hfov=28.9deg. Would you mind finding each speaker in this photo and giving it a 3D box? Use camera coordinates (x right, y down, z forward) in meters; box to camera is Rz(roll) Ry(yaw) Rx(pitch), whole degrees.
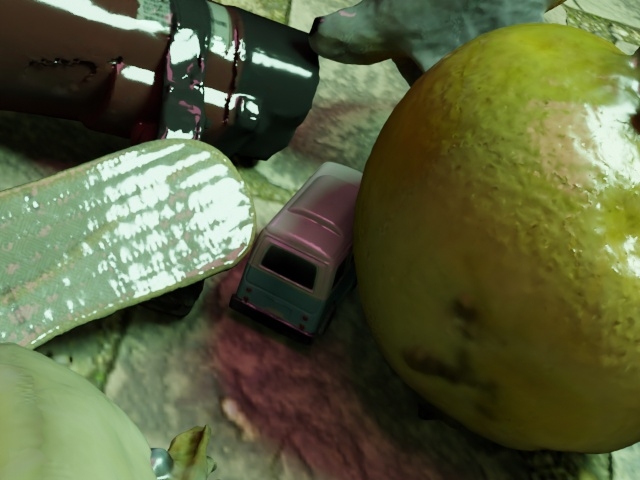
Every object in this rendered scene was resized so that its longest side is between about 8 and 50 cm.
[{"bbox_3d":[-0.149,-0.110,0.759,0.329,0.198,0.259,15,20,-22],"label":"speaker"}]

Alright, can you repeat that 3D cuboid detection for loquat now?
[{"bbox_3d":[0.131,-0.005,0.692,0.243,0.244,0.244,13,34,-9],"label":"loquat"}]

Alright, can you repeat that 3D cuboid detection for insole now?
[{"bbox_3d":[-0.171,0.027,0.620,0.348,0.009,0.119,-25,83,-36],"label":"insole"}]

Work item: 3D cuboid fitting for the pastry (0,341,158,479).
[{"bbox_3d":[-0.149,0.143,0.359,0.264,0.133,0.265,-20,38,17],"label":"pastry"}]

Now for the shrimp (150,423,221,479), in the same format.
[{"bbox_3d":[-0.055,0.194,0.476,0.168,0.077,0.317,24,38,-10],"label":"shrimp"}]

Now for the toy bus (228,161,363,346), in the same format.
[{"bbox_3d":[0.000,0.000,0.762,0.060,0.075,0.123,26,35,9],"label":"toy bus"}]

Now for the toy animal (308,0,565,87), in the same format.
[{"bbox_3d":[0.158,-0.165,0.834,0.302,0.284,0.225,36,23,-38],"label":"toy animal"}]
